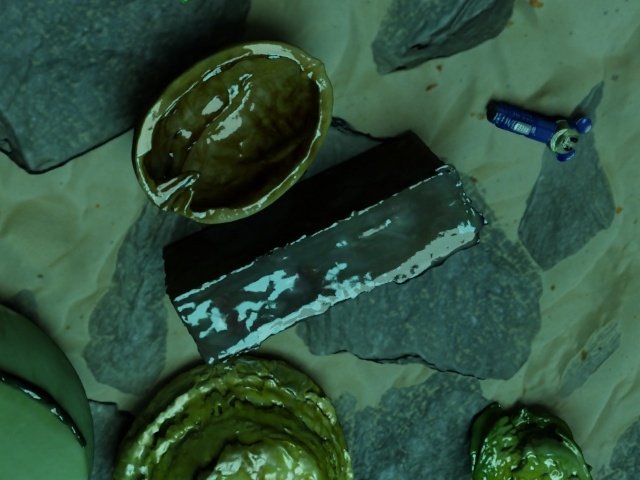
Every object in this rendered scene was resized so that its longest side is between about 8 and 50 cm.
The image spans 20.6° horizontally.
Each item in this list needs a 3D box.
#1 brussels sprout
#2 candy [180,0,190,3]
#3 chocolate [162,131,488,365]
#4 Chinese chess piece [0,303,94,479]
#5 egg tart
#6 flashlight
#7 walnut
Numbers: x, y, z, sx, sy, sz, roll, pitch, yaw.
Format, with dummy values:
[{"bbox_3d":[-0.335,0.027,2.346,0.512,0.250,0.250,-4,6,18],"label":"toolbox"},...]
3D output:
[{"bbox_3d":[0.251,0.276,2.087,0.139,0.100,0.181,-28,130,13],"label":"brussels sprout"},{"bbox_3d":[-0.155,-0.306,1.549,0.097,0.062,0.194,-42,126,10],"label":"candy"},{"bbox_3d":[0.000,0.000,1.792,0.321,0.112,0.112,-26,127,0],"label":"chocolate"},{"bbox_3d":[-0.401,0.217,1.775,0.349,0.146,0.349,-9,126,-13],"label":"Chinese chess piece"},{"bbox_3d":[-0.084,0.274,1.918,0.294,0.123,0.294,-7,112,-17],"label":"egg tart"},{"bbox_3d":[0.228,-0.117,1.837,0.121,0.035,0.057,16,118,-29],"label":"flashlight"},{"bbox_3d":[-0.087,-0.116,1.690,0.211,0.087,0.167,-39,121,7],"label":"walnut"}]
